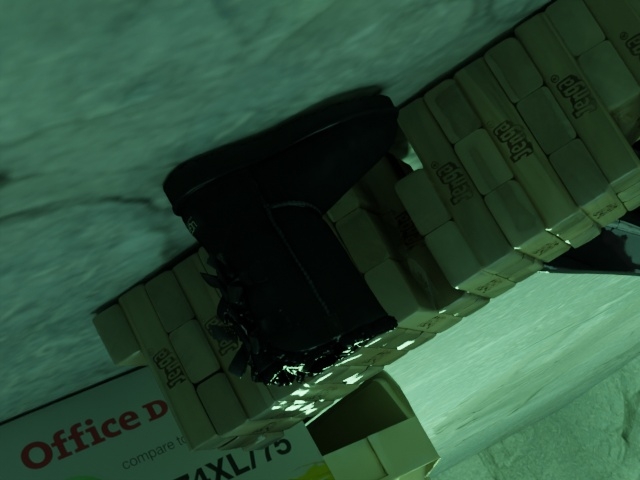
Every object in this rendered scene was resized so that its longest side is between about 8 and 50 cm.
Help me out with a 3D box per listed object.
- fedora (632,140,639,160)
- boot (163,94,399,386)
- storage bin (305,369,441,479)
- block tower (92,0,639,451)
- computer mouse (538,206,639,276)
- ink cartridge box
[{"bbox_3d":[0.338,-0.048,0.724,0.334,0.334,0.153,2,114,-62],"label":"fedora"},{"bbox_3d":[0.000,0.000,0.524,0.121,0.099,0.045,-23,165,-22],"label":"boot"},{"bbox_3d":[-0.060,0.254,1.181,0.262,0.123,0.260,-13,157,-45],"label":"storage bin"},{"bbox_3d":[0.055,-0.009,0.610,0.335,0.097,0.091,-32,164,13],"label":"block tower"},{"bbox_3d":[0.169,-0.020,0.811,0.262,0.060,0.184,5,-170,-20],"label":"computer mouse"},{"bbox_3d":[-0.090,0.237,0.788,0.198,0.270,0.197,-21,161,-30],"label":"ink cartridge box"}]
